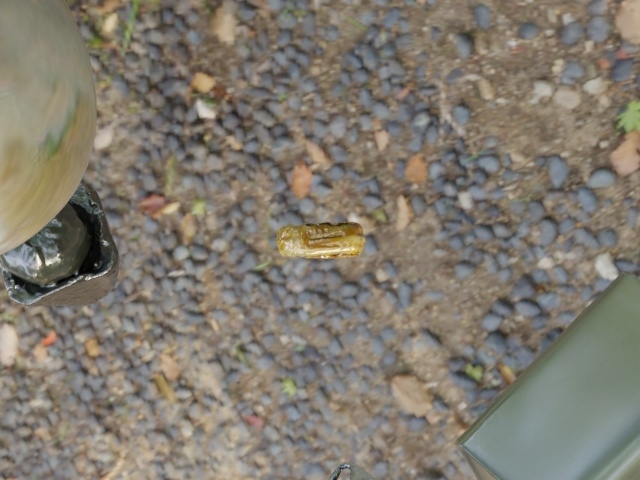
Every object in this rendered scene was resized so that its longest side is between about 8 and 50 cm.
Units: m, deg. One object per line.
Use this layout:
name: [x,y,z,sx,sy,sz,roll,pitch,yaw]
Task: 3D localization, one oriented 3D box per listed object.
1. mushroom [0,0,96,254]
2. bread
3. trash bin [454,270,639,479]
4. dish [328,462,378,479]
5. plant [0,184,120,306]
mushroom: [-0.225,-0.066,0.475,0.244,0.243,0.243,9,107,31]
bread: [0.000,0.000,1.371,0.083,0.111,0.044,178,90,-78]
trash bin: [0.268,0.170,1.055,0.164,0.240,0.122,40,167,48]
dish: [0.007,0.377,1.151,0.303,0.120,0.303,-16,61,32]
plant: [-0.365,0.012,1.567,0.164,0.256,0.141,-20,75,-1]
